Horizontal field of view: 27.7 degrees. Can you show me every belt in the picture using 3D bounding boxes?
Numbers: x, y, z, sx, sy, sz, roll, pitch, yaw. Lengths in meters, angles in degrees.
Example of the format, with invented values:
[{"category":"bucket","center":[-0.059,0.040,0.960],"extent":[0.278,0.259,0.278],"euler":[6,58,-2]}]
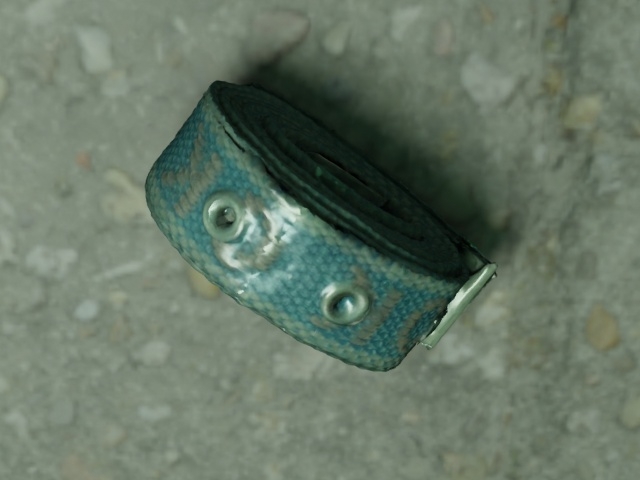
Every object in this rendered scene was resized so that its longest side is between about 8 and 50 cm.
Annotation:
[{"category":"belt","center":[-0.007,-0.005,0.664],"extent":[0.163,0.147,0.082],"euler":[43,111,15]}]
